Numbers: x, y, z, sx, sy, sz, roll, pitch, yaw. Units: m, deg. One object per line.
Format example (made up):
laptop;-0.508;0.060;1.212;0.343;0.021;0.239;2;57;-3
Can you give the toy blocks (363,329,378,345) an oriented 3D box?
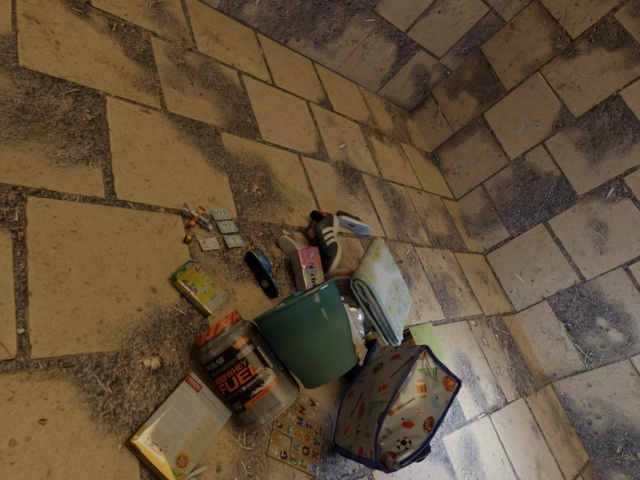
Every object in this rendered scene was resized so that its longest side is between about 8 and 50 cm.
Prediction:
toy blocks;0.223;0.469;1.786;0.148;0.054;0.123;54;35;2

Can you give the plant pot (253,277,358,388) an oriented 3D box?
plant pot;-0.024;0.285;1.257;0.271;0.271;0.255;-22;83;-53

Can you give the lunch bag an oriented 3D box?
lunch bag;0.227;0.558;1.387;0.239;0.328;0.385;45;62;-5

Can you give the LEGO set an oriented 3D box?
LEGO set;-0.402;-0.054;1.548;0.244;0.060;0.183;-7;61;-49

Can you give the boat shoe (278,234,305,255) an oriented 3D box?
boat shoe;-0.103;0.034;1.795;0.184;0.066;0.063;36;28;-19

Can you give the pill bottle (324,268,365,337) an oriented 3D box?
pill bottle;0.097;0.268;1.729;0.162;0.162;0.279;25;44;-32

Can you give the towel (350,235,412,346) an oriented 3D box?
towel;0.265;0.214;1.779;0.375;0.090;0.320;61;32;-19

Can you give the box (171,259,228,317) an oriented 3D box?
box;-0.400;0.155;1.383;0.179;0.043;0.105;49;36;-8

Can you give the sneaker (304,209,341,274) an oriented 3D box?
sneaker;0.000;0.000;1.896;0.148;0.131;0.350;23;39;-24

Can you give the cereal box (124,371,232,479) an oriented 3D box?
cereal box;-0.367;0.497;1.123;0.173;0.047;0.240;49;36;-5

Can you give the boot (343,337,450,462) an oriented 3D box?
boot;0.317;0.588;1.713;0.445;0.146;0.367;51;37;0

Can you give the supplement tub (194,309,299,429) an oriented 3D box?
supplement tub;-0.223;0.378;1.258;0.316;0.193;0.193;53;36;2

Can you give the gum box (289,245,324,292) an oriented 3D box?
gum box;-0.052;0.119;1.725;0.107;0.062;0.189;-6;82;-42

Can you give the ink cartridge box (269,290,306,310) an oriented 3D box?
ink cartridge box;-0.040;0.314;1.497;0.171;0.168;0.233;0;61;-44

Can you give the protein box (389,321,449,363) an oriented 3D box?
protein box;0.446;0.502;1.932;0.201;0.136;0.200;1;60;-48

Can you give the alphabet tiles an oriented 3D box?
alphabet tiles;-0.070;0.614;1.381;0.198;0.009;0.237;35;39;-21

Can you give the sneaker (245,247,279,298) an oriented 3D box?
sneaker;-0.204;0.119;1.606;0.082;0.069;0.209;-18;74;-56

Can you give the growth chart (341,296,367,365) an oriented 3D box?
growth chart;0.112;0.319;1.527;0.237;0.021;0.172;64;14;7

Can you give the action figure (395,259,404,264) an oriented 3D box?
action figure;0.280;0.234;2.014;0.330;0.178;0.342;5;83;-37

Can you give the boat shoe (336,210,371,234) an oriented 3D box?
boat shoe;0.173;-0.097;2.202;0.228;0.080;0.076;18;49;-28
